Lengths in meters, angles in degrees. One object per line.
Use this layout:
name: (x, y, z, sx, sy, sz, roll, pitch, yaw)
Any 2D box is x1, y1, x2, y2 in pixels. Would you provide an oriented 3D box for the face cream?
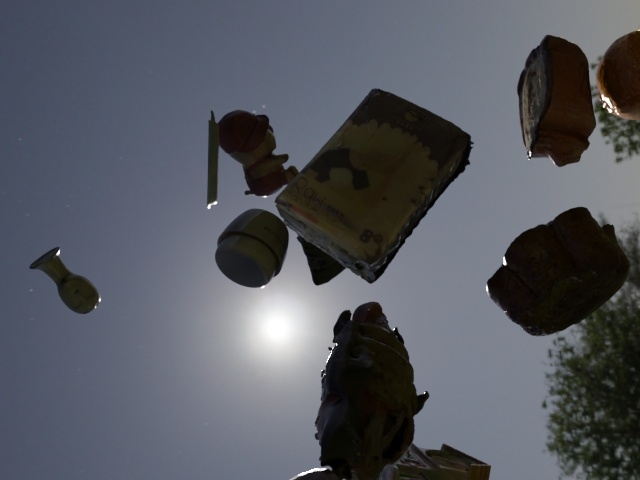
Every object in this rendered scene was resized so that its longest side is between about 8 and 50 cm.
face cream: (-0.113, 0.013, 0.973, 0.117, 0.117, 0.104, 54, -138, -30)

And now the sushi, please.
sushi: (0.047, 0.144, 0.552, 0.226, 0.097, 0.103, -75, -1, -55)

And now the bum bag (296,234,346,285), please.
bum bag: (0.000, 0.000, 1.456, 0.123, 0.060, 0.249, -34, -58, -22)

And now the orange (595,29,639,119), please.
orange: (0.631, -0.324, 1.145, 0.177, 0.155, 0.178, -23, -90, -78)

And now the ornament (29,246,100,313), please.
ornament: (-0.540, 0.094, 1.245, 0.075, 0.081, 0.156, -42, -61, -21)

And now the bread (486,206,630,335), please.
bread: (0.413, 0.060, 1.030, 0.232, 0.247, 0.135, 22, -149, -34)

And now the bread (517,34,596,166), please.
bread: (0.480, -0.267, 1.189, 0.190, 0.122, 0.245, 93, -176, -69)

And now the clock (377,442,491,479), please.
clock: (0.257, 0.551, 1.283, 0.309, 0.235, 0.166, 14, -95, -10)

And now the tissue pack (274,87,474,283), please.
tissue pack: (0.105, -0.114, 1.144, 0.344, 0.242, 0.125, -50, -23, -14)

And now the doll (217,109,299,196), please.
doll: (-0.179, -0.252, 1.625, 0.256, 0.196, 0.152, 55, -143, -24)

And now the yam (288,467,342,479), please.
yam: (-0.034, 0.229, 0.424, 0.127, 0.084, 0.084, -22, -80, -26)

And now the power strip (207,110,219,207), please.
power strip: (-0.277, -0.210, 1.497, 0.060, 0.027, 0.253, 169, 102, -83)
